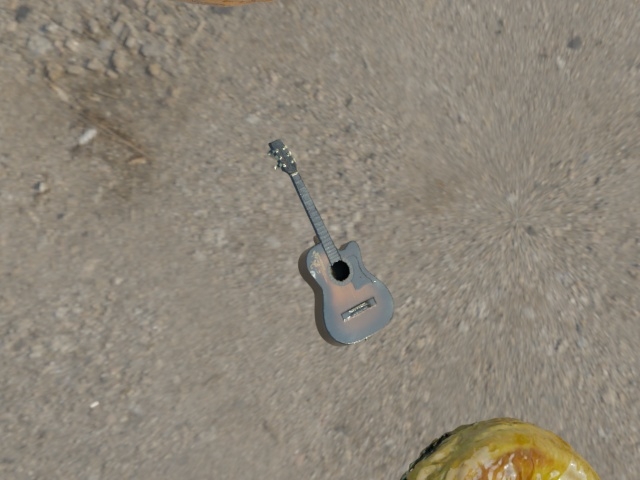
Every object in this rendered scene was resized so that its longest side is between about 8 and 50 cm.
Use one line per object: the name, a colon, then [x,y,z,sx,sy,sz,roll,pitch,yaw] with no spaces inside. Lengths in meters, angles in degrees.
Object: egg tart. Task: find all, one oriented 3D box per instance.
egg tart: [0.232,0.457,1.400,0.178,0.443,0.443,-23,86,53]

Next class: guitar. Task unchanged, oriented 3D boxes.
guitar: [0.000,0.000,1.120,0.088,0.025,0.233,-26,90,-27]

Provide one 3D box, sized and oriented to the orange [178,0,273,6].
orange: [-0.062,-0.256,0.553,0.261,0.261,0.261,0,91,11]
